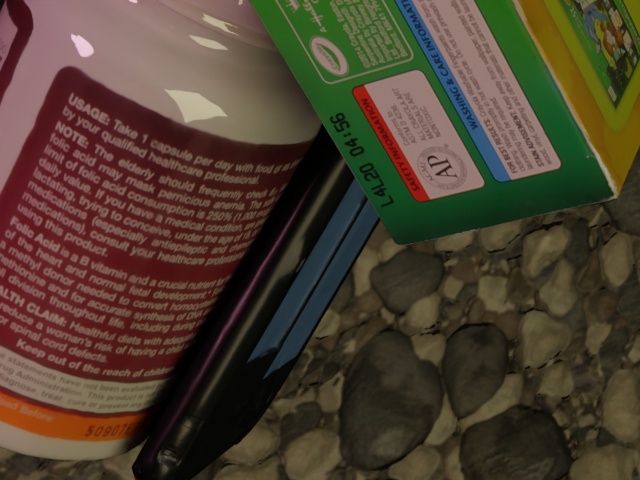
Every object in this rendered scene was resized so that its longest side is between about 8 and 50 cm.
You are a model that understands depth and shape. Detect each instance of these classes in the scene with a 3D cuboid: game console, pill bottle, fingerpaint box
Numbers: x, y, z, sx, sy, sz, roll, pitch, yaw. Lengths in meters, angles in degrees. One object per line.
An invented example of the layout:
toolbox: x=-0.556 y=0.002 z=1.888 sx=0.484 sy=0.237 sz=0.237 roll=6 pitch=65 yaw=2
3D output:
game console: x=0.000 y=0.000 z=1.331 sx=0.060 sy=0.342 sz=0.386 roll=30 pitch=98 yaw=2
pill bottle: x=-0.132 y=-0.065 z=1.198 sx=0.224 sy=0.224 sz=0.392 roll=11 pitch=120 yaw=-37
fingerpaint box: x=0.062 y=-0.287 z=1.044 sx=0.445 sy=0.163 sz=0.371 roll=58 pitch=40 yaw=-25
